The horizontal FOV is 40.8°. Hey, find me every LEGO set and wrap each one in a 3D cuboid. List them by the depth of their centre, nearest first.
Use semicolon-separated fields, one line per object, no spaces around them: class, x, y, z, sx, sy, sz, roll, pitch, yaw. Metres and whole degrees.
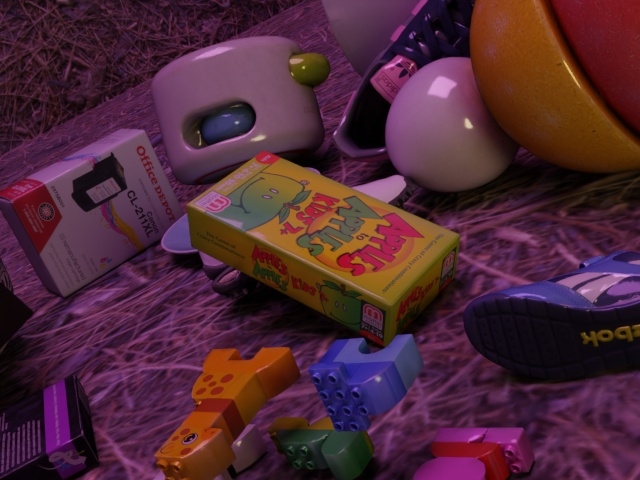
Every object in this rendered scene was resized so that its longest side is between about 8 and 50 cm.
LEGO set;-0.022;0.107;0.443;0.227;0.087;0.093;-9;24;36

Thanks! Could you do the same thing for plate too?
plate;-0.082;-0.027;0.931;0.188;0.024;0.188;-21;20;8

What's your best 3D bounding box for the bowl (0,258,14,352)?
bowl;-0.359;0.083;0.846;0.170;0.080;0.170;-22;39;19

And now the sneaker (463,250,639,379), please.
sneaker;0.153;0.039;0.479;0.144;0.053;0.059;-6;25;18

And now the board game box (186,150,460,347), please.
board game box;0.000;0.000;0.634;0.181;0.043;0.092;25;45;27

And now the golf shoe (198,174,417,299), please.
golf shoe;-0.015;-0.027;0.738;0.198;0.094;0.077;-25;-6;-8

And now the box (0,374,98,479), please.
box;-0.243;0.165;0.620;0.162;0.029;0.116;-26;20;-11

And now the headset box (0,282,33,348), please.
headset box;-0.404;0.108;0.692;0.293;0.110;0.218;-50;36;-17

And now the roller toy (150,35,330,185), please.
roller toy;-0.097;-0.144;1.027;0.191;0.146;0.209;-15;-1;-30

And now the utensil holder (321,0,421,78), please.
utensil holder;0.228;-0.337;0.945;0.385;0.328;0.327;-9;25;39

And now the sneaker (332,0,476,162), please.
sneaker;0.120;-0.179;0.817;0.131;0.112;0.319;-32;-16;-41

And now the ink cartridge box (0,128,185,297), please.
ink cartridge box;-0.261;-0.036;0.994;0.175;0.128;0.072;-34;24;-27

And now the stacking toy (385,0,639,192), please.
stacking toy;0.229;-0.160;0.639;0.479;0.351;0.350;-30;13;38
